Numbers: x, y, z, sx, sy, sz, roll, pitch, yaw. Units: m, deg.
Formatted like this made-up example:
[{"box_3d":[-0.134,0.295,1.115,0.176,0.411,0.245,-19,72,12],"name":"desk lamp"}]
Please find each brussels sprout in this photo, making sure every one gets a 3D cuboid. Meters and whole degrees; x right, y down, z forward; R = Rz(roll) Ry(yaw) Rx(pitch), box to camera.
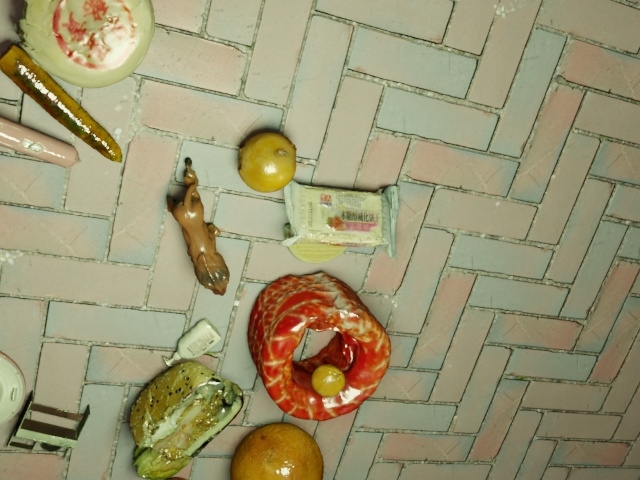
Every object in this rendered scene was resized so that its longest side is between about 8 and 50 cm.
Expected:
[{"box_3d":[-0.415,0.570,1.842,0.181,0.100,0.139,-42,129,2],"name":"brussels sprout"}]

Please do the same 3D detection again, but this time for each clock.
[{"box_3d":[-0.821,0.352,1.628,0.245,0.056,0.244,-7,115,-14],"name":"clock"}]

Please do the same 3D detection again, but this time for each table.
[{"box_3d":[-0.679,0.473,1.729,0.146,0.062,0.175,22,103,-26],"name":"table"}]

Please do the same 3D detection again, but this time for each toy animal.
[{"box_3d":[-0.276,-0.014,1.582,0.097,0.157,0.312,-21,120,-9],"name":"toy animal"}]

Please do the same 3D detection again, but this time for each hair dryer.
[{"box_3d":[-0.628,-0.212,1.364,0.353,0.210,0.125,19,102,-40],"name":"hair dryer"}]

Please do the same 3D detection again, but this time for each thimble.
[{"box_3d":[-0.008,0.266,1.757,0.351,0.230,0.349,-8,117,-15],"name":"thimble"}]

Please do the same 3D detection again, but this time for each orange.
[{"box_3d":[0.019,0.327,1.621,0.085,0.085,0.084,-7,116,-15],"name":"orange"},{"box_3d":[-0.117,0.627,1.880,0.264,0.264,0.264,-7,116,-15],"name":"orange"}]

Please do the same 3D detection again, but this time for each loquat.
[{"box_3d":[-0.119,-0.177,1.571,0.141,0.141,0.141,-7,116,-15],"name":"loquat"}]

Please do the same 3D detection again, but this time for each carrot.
[{"box_3d":[-0.525,-0.272,1.439,0.066,0.066,0.314,-42,123,4],"name":"carrot"}]

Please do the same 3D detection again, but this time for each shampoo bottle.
[{"box_3d":[-0.328,0.268,1.756,0.152,0.045,0.077,-39,121,0],"name":"shampoo bottle"}]

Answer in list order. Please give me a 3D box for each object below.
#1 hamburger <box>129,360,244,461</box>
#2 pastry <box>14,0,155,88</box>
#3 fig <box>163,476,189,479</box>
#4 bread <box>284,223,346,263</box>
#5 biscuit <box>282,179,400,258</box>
[{"box_3d":[-0.345,0.412,1.745,0.288,0.192,0.168,-45,132,5],"name":"hamburger"},{"box_3d":[-0.454,-0.422,1.352,0.265,0.133,0.264,-5,113,-12],"name":"pastry"},{"box_3d":[-0.384,0.752,1.898,0.148,0.202,0.149,-18,155,5],"name":"fig"},{"box_3d":[-0.004,0.004,1.747,0.193,0.036,0.112,-6,116,-20],"name":"bread"},{"box_3d":[0.052,-0.059,1.689,0.309,0.079,0.185,5,78,-17],"name":"biscuit"}]
